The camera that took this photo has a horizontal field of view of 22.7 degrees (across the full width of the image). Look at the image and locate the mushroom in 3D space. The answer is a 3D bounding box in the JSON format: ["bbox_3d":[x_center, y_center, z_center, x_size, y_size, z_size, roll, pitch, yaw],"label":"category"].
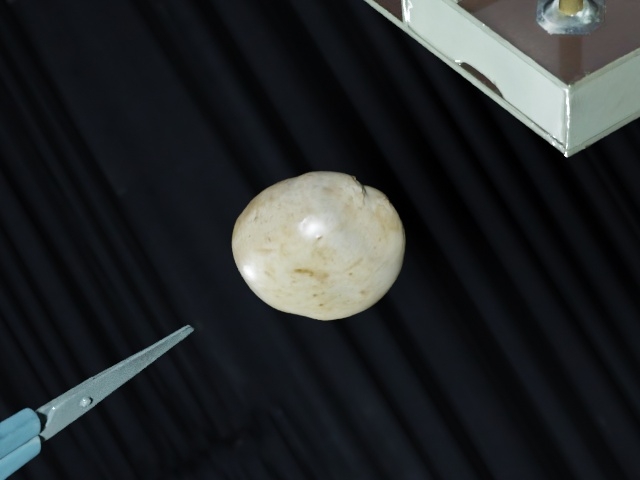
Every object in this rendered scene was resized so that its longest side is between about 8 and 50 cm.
[{"bbox_3d":[0.000,0.000,1.511,0.166,0.127,0.166,0,150,0],"label":"mushroom"}]

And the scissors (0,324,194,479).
[{"bbox_3d":[-0.314,0.208,1.887,0.447,0.029,0.192,-33,147,-36],"label":"scissors"}]

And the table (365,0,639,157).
[{"bbox_3d":[0.084,-0.164,0.748,0.121,0.240,0.111,-29,138,-21],"label":"table"}]
